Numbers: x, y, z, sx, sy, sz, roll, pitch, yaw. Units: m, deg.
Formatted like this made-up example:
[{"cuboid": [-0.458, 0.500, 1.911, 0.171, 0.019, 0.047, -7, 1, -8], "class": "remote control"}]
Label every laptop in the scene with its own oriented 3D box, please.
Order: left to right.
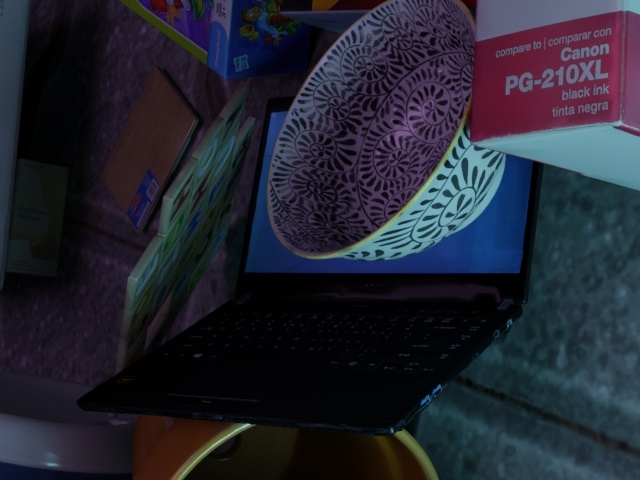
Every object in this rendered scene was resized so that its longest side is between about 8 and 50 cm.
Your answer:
[{"cuboid": [0.000, 0.000, 0.821, 0.234, 0.264, 0.136, -1, 109, 35], "class": "laptop"}]

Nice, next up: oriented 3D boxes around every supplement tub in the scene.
[{"cuboid": [-0.255, 0.282, 1.066, 0.228, 0.228, 0.316, 14, 93, 51], "class": "supplement tub"}]

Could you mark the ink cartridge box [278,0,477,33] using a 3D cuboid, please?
[{"cuboid": [0.085, -0.286, 0.855, 0.272, 0.130, 0.309, 11, 91, 52], "class": "ink cartridge box"}]

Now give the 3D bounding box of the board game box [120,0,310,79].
[{"cuboid": [-0.084, -0.332, 1.024, 0.233, 0.078, 0.347, 39, 131, 46], "class": "board game box"}]

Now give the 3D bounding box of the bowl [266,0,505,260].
[{"cuboid": [0.053, -0.051, 0.746, 0.170, 0.080, 0.170, -33, 42, 35], "class": "bowl"}]

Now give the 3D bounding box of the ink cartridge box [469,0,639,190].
[{"cuboid": [0.175, -0.155, 0.683, 0.100, 0.172, 0.237, -4, 79, 49], "class": "ink cartridge box"}]

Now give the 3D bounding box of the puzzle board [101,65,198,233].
[{"cuboid": [-0.158, -0.084, 1.198, 0.096, 0.011, 0.128, 52, 122, 41], "class": "puzzle board"}]

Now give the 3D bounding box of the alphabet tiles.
[{"cuboid": [-0.097, -0.002, 0.943, 0.198, 0.009, 0.237, -61, -5, -36], "class": "alphabet tiles"}]

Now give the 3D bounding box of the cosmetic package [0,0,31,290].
[{"cuboid": [-0.513, -0.108, 1.329, 0.394, 0.330, 0.327, -11, 74, 63], "class": "cosmetic package"}]

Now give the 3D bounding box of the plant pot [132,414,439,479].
[{"cuboid": [-0.046, 0.171, 0.881, 0.188, 0.205, 0.205, 37, 112, 64], "class": "plant pot"}]

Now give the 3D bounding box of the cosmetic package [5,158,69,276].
[{"cuboid": [-0.295, -0.022, 1.314, 0.041, 0.060, 0.115, 0, 84, 50], "class": "cosmetic package"}]
